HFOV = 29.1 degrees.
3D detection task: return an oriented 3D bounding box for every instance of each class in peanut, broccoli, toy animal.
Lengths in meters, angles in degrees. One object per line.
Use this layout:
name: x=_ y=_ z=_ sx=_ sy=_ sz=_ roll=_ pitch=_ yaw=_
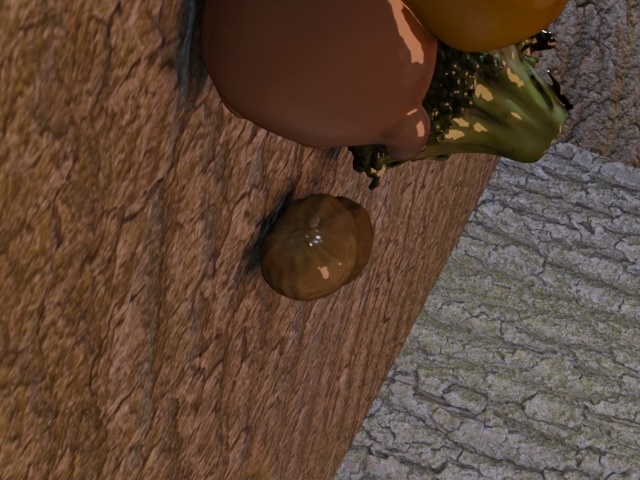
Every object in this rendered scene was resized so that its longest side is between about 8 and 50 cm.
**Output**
peanut: x=0.000 y=0.000 z=1.517 sx=0.274 sy=0.111 sz=0.125 roll=-32 pitch=128 yaw=-76
broccoli: x=0.160 y=-0.214 z=1.568 sx=0.272 sy=0.324 sz=0.334 roll=44 pitch=71 yaw=-31
toy animal: x=0.059 y=-0.246 z=0.979 sx=0.247 sy=0.277 sz=0.345 roll=-76 pitch=175 yaw=-51
